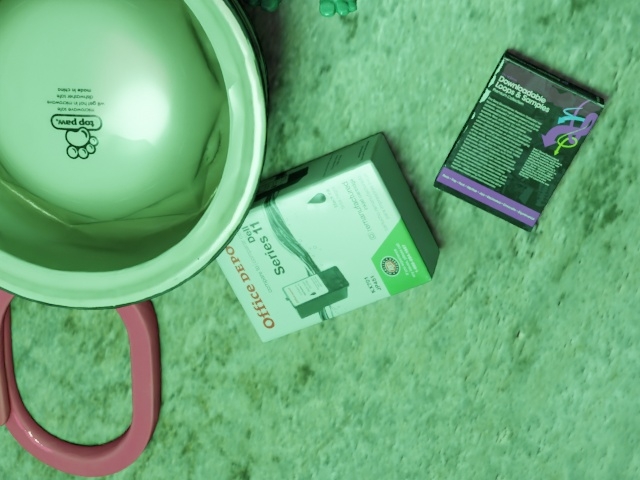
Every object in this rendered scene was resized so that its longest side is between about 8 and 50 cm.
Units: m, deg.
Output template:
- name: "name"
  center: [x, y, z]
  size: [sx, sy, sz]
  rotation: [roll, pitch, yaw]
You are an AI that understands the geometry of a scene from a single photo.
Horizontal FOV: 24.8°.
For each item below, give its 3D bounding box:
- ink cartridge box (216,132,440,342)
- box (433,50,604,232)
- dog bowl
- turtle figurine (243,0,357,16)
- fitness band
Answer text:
- name: "ink cartridge box"
  center: [0.000, 0.000, 1.557]
  size: [0.208, 0.087, 0.153]
  rotation: [-22, 109, 20]
- name: "box"
  center: [0.204, -0.101, 1.508]
  size: [0.116, 0.029, 0.162]
  rotation: [26, 118, -4]
- name: "dog bowl"
  center: [-0.233, -0.145, 1.473]
  size: [0.408, 0.150, 0.408]
  rotation: [4, 108, 11]
- name: "turtle figurine"
  center: [-0.024, -0.333, 1.387]
  size: [0.175, 0.118, 0.234]
  rotation: [19, 132, 30]
- name: "fitness band"
  center: [-0.290, 0.147, 1.700]
  size: [0.209, 0.054, 0.291]
  rotation: [4, 116, 5]
